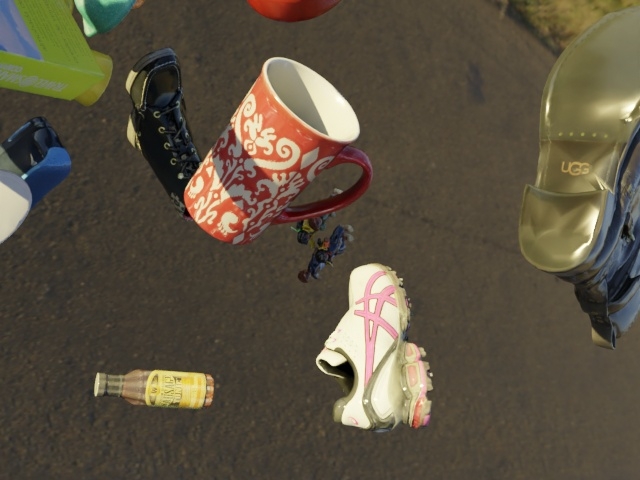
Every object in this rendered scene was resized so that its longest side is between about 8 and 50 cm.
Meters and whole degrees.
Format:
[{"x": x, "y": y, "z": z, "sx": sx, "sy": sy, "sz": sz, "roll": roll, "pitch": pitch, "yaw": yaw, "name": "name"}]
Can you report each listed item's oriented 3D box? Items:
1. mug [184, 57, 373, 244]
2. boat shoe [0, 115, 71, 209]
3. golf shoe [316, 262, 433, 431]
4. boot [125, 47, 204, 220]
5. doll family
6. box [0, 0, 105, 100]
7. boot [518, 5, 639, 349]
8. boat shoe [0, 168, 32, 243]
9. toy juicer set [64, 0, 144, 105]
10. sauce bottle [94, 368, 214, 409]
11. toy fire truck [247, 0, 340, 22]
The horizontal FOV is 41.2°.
[{"x": -0.043, "y": -0.069, "z": 0.849, "sx": 0.150, "sy": 0.169, "sz": 0.113, "roll": 46, "pitch": 30, "yaw": 4, "name": "mug"}, {"x": -0.438, "y": -0.081, "z": 1.173, "sx": 0.109, "sy": 0.258, "sz": 0.089, "roll": 9, "pitch": 57, "yaw": -64, "name": "boat shoe"}, {"x": 0.038, "y": 0.082, "z": 0.725, "sx": 0.186, "sy": 0.086, "sz": 0.067, "roll": -101, "pitch": -169, "yaw": -55, "name": "golf shoe"}, {"x": -0.207, "y": -0.149, "z": 1.234, "sx": 0.085, "sy": 0.236, "sz": 0.178, "roll": -26, "pitch": 73, "yaw": -26, "name": "boot"}, {"x": 0.000, "y": 0.000, "z": 1.530, "sx": 0.111, "sy": 0.076, "sz": 0.193, "roll": -48, "pitch": 136, "yaw": -37, "name": "doll family"}, {"x": -0.227, "y": -0.157, "z": 0.577, "sx": 0.109, "sy": 0.042, "sz": 0.178, "roll": 61, "pitch": 14, "yaw": 5, "name": "box"}, {"x": 0.265, "y": -0.047, "z": 0.762, "sx": 0.229, "sy": 0.091, "sz": 0.263, "roll": 28, "pitch": 82, "yaw": -53, "name": "boot"}, {"x": -0.466, "y": -0.004, "z": 1.019, "sx": 0.096, "sy": 0.267, "sz": 0.088, "roll": 54, "pitch": -1, "yaw": -22, "name": "boat shoe"}, {"x": -0.284, "y": -0.336, "z": 1.107, "sx": 0.089, "sy": 0.209, "sz": 0.329, "roll": 24, "pitch": 85, "yaw": -40, "name": "toy juicer set"}, {"x": -0.183, "y": 0.164, "z": 0.939, "sx": 0.128, "sy": 0.042, "sz": 0.042, "roll": 5, "pitch": 66, "yaw": -21, "name": "sauce bottle"}, {"x": 0.016, "y": -0.349, "z": 0.721, "sx": 0.169, "sy": 0.254, "sz": 0.302, "roll": 71, "pitch": -4, "yaw": -60, "name": "toy fire truck"}]
